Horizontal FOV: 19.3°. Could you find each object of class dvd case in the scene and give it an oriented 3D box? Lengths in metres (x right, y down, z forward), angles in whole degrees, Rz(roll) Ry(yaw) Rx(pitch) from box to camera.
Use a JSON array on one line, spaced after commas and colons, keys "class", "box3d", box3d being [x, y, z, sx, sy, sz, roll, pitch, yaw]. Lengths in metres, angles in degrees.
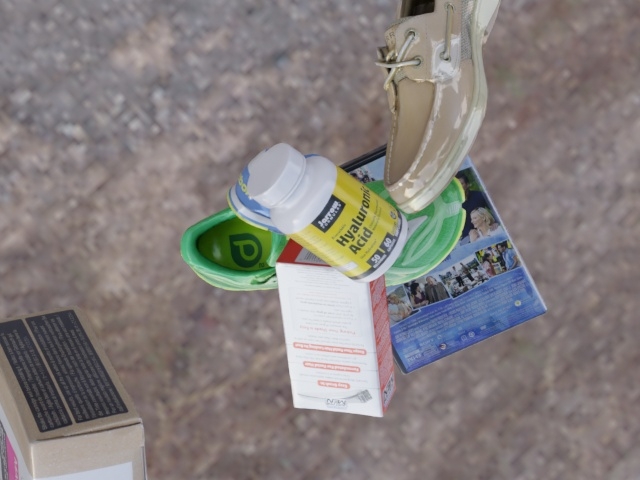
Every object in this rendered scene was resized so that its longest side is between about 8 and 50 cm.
[{"class": "dvd case", "box3d": [0.114, 0.008, 2.060, 0.180, 0.253, 0.022, -25, -161, 13]}]

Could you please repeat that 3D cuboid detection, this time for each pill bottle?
[{"class": "pill bottle", "box3d": [0.004, -0.022, 1.396, 0.116, 0.065, 0.065, 34, 103, -28]}]

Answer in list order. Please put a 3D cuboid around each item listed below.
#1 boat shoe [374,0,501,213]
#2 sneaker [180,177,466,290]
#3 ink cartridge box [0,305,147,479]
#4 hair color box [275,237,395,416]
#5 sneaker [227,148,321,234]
[{"class": "boat shoe", "box3d": [0.095, -0.165, 1.741, 0.098, 0.302, 0.109, 28, 149, -23]}, {"class": "sneaker", "box3d": [0.000, 0.000, 1.839, 0.295, 0.109, 0.123, -12, 175, 17]}, {"class": "ink cartridge box", "box3d": [-0.194, 0.198, 1.445, 0.088, 0.193, 0.235, -9, 117, -18]}, {"class": "hair color box", "box3d": [0.016, 0.082, 1.785, 0.053, 0.093, 0.167, -58, 148, -55]}, {"class": "sneaker", "box3d": [0.003, -0.030, 1.468, 0.144, 0.053, 0.059, 15, 124, -18]}]
